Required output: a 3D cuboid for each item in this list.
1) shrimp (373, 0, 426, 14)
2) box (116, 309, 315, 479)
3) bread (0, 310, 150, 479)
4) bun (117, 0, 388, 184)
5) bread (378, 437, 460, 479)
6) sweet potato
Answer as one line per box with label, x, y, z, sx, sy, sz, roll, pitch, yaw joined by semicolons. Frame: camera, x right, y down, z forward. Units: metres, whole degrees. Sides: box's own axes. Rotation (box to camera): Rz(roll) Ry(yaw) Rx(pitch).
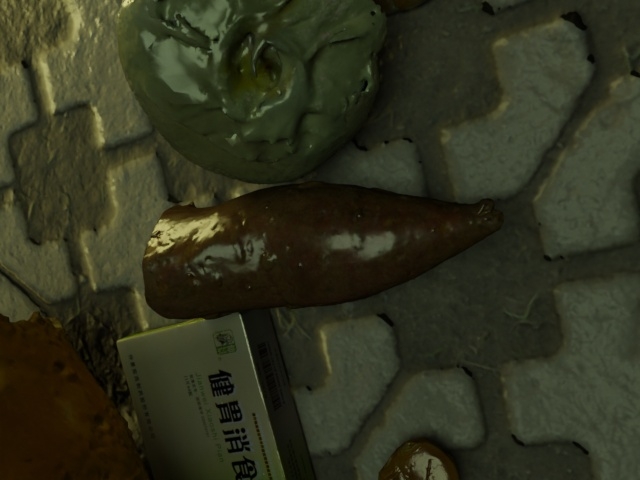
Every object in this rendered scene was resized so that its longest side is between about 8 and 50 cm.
shrimp;0.040;-0.287;0.563;0.188;0.052;0.132;29;106;15
box;-0.113;0.214;0.675;0.175;0.062;0.260;-16;89;24
bread;-0.314;0.251;0.609;0.250;0.361;0.394;-43;76;7
bun;-0.052;-0.160;0.531;0.239;0.141;0.238;-4;115;-10
bread;0.100;0.238;0.596;0.083;0.046;0.080;-18;86;25
sweet potato;0.000;0.003;0.572;0.337;0.131;0.131;-8;92;17
